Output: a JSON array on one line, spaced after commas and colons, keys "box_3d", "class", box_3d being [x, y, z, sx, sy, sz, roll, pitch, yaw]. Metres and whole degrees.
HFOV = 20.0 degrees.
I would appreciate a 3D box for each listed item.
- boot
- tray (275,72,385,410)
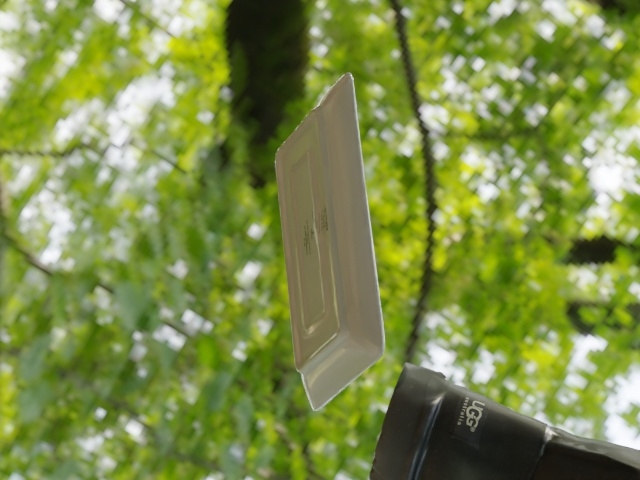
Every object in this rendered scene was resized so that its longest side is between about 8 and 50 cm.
[{"box_3d": [0.244, 0.315, 1.574, 0.367, 0.445, 0.146, 101, 9, -47], "class": "boot"}, {"box_3d": [0.000, 0.000, 1.585, 0.145, 0.030, 0.270, 135, -46, -54], "class": "tray"}]
